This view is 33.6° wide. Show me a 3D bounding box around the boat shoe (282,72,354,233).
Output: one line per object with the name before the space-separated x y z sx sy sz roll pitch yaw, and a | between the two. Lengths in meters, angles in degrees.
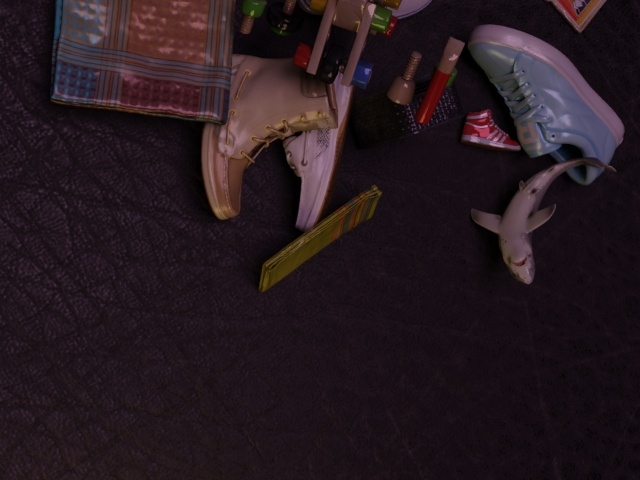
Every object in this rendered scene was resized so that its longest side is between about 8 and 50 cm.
boat shoe | -0.014 -0.145 1.715 0.096 0.098 0.277 12 90 3

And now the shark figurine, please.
shark figurine | 0.387 -0.056 1.885 0.278 0.166 0.116 -53 145 -9

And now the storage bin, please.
storage bin | 0.136 -0.212 1.731 0.122 0.180 0.084 -21 97 -24

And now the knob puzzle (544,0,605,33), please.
knob puzzle | 0.477 -0.518 1.990 0.213 0.030 0.213 1 87 -25

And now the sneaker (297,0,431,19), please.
sneaker | 0.090 -0.416 1.770 0.258 0.091 0.094 -12 92 -25

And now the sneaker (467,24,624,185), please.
sneaker | 0.391 -0.232 1.876 0.366 0.135 0.150 35 68 -19

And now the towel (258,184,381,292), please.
towel | 0.000 0.000 1.705 0.237 0.102 0.021 -35 71 -22

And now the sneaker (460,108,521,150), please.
sneaker | 0.308 -0.197 1.887 0.118 0.042 0.067 10 86 -22

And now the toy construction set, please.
toy construction set | 0.092 -0.350 1.539 0.309 0.237 0.257 40 40 21

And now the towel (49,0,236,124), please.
towel | -0.257 -0.367 1.587 0.271 0.040 0.370 5 77 -15

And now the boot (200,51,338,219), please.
boot | -0.075 -0.163 1.632 0.203 0.095 0.262 0 81 10
